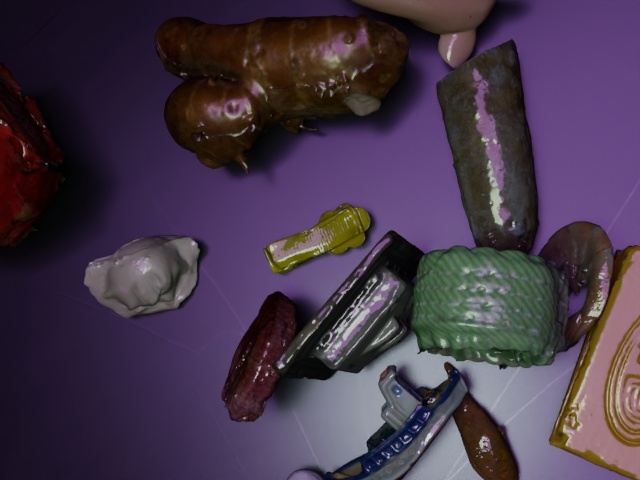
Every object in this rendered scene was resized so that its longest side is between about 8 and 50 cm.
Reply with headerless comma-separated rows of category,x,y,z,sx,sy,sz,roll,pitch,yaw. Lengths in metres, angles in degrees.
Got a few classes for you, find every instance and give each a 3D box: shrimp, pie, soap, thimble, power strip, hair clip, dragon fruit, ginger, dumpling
shrimp,0.355,0.095,1.796,0.145,0.059,0.254,27,95,47
pie,-0.091,0.176,1.826,0.054,0.219,0.204,24,102,-9
soap,0.471,0.185,1.764,0.204,0.096,0.324,21,90,12
thimble,0.237,0.096,1.725,0.219,0.219,0.150,4,80,12
power strip,0.065,0.115,1.769,0.251,0.257,0.092,-45,74,6
hair clip,0.000,0.000,1.900,0.173,0.046,0.072,-28,84,10
dragon fruit,-0.550,-0.122,1.907,0.301,0.295,0.295,-33,79,27
ginger,-0.066,-0.227,1.868,0.418,0.176,0.254,-1,86,18
dumpling,-0.273,0.060,1.929,0.188,0.108,0.127,-20,105,-7

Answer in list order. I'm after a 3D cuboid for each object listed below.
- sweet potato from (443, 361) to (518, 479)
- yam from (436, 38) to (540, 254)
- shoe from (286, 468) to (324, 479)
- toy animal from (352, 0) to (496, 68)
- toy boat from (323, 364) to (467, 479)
sweet potato,0.234,0.282,1.821,0.068,0.068,0.226,-29,80,8
yam,0.253,-0.127,1.825,0.133,0.133,0.330,-9,87,11
shoe,-0.024,0.466,1.821,0.095,0.137,0.245,-6,84,7
toy animal,0.137,-0.409,1.838,0.256,0.213,0.195,11,131,-22
toy boat,0.103,0.276,1.818,0.115,0.114,0.262,37,102,1
